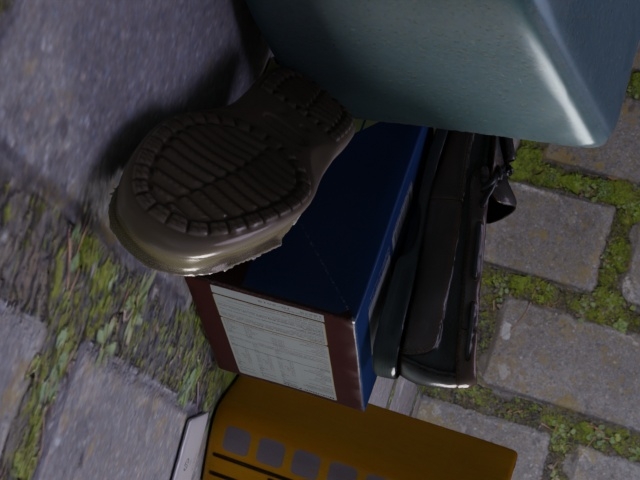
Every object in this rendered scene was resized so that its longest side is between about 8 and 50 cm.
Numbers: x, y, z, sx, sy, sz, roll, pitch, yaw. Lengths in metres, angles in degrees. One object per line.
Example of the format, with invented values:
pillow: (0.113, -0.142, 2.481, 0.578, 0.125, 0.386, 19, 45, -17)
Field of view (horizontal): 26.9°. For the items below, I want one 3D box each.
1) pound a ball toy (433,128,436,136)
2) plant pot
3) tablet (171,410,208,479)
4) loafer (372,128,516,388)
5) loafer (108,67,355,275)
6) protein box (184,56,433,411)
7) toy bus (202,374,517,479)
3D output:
pound a ball toy: (0.086, -0.029, 1.476, 0.319, 0.136, 0.208, 88, 18, -59)
plant pot: (0.076, -0.237, 0.890, 0.252, 0.248, 0.247, 43, 62, -56)
tablet: (-0.113, 0.187, 1.131, 0.054, 0.006, 0.083, -1, 106, -78)
loafer: (0.115, -0.012, 1.051, 0.096, 0.084, 0.267, 60, 46, -73)
loafer: (-0.054, -0.032, 0.860, 0.092, 0.102, 0.268, -57, 172, 28)
protein box: (0.000, 0.000, 1.082, 0.201, 0.136, 0.200, 83, 25, -64)
toy bus: (0.065, 0.232, 1.219, 0.108, 0.333, 0.130, -51, 155, -64)
